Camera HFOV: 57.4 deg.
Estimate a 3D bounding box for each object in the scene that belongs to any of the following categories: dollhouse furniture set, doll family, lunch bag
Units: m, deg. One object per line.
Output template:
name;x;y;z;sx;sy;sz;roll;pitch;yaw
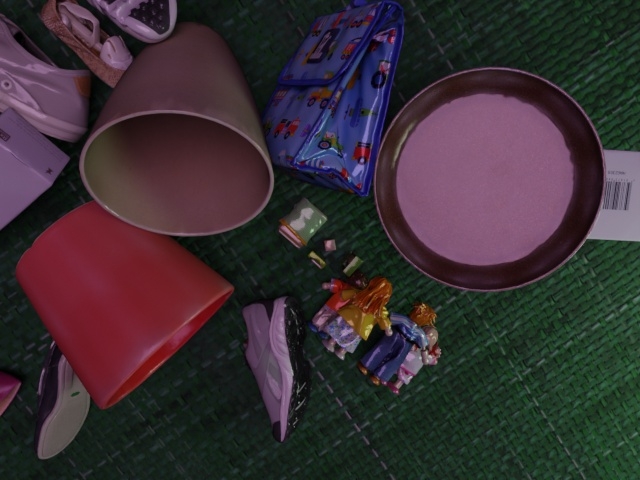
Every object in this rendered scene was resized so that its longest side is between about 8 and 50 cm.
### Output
dollhouse furniture set;0.000;0.000;1.021;0.152;0.058;0.076;42;93;-8
doll family;0.113;0.157;1.019;0.263;0.118;0.163;38;93;-8
lunch bag;0.020;-0.235;0.905;0.138;0.221;0.293;21;91;-28

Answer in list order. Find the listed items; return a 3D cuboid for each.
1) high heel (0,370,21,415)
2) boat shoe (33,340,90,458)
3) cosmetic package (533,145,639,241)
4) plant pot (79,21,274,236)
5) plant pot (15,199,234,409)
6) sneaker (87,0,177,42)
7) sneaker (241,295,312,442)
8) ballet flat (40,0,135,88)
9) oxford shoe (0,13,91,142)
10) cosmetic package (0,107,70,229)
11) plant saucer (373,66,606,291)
high heel;-0.590;0.346;1.015;0.117;0.082;0.244;7;84;5
boat shoe;-0.458;0.273;1.028;0.079;0.084;0.233;26;105;31
cosmetic package;0.417;-0.080;0.956;0.224;0.224;0.138;3;100;-4
plant pot;-0.197;-0.190;0.870;0.257;0.256;0.274;0;55;-4
plant pot;-0.315;0.083;0.920;0.275;0.275;0.243;-45;87;3
sneaker;-0.302;-0.379;0.872;0.110;0.118;0.292;-37;67;-15
sneaker;-0.080;0.227;1.038;0.108;0.100;0.271;0;102;20
ballet flat;-0.359;-0.317;0.941;0.206;0.073;0.067;39;137;-9
oxford shoe;-0.553;-0.309;0.888;0.449;0.169;0.130;28;98;-14
cosmetic package;-0.511;-0.087;0.904;0.231;0.085;0.117;-30;121;24
plant saucer;0.232;-0.083;0.827;0.311;0.050;0.310;2;99;12
